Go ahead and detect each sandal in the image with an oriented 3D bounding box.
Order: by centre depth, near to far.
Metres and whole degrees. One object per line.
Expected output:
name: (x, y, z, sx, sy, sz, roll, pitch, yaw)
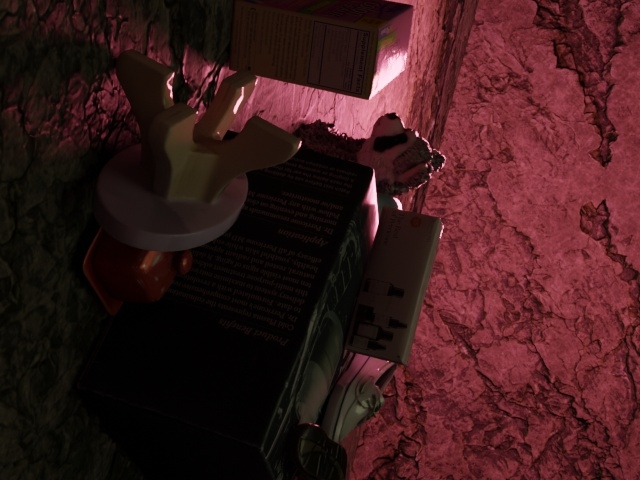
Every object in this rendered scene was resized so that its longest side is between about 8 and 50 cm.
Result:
sandal: (-0.012, 0.330, 1.451, 0.219, 0.060, 0.090, 56, 45, -52)

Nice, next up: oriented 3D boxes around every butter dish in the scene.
butter dish: (-0.229, 0.017, 1.332, 0.160, 0.118, 0.160, 81, 27, -59)

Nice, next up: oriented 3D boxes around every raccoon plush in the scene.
raccoon plush: (0.095, -0.072, 2.106, 0.216, 0.299, 0.446, -61, 160, -46)

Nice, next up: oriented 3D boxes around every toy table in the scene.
toy table: (-0.164, -0.115, 1.251, 0.274, 0.252, 0.161, -72, -174, -61)

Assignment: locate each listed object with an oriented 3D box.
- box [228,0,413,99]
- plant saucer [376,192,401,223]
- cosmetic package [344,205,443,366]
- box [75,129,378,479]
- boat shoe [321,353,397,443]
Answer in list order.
box: (0.005, -0.334, 1.622, 0.213, 0.243, 0.117, -47, 149, -60)
plant saucer: (0.023, 0.009, 1.975, 0.317, 0.318, 0.043, 65, 2, -68)
cosmetic package: (0.119, 0.071, 1.574, 0.060, 0.099, 0.239, 51, 53, -73)
box: (-0.106, 0.161, 1.604, 0.480, 0.297, 0.471, 79, 31, -59)
boat shoe: (0.066, 0.251, 1.595, 0.226, 0.076, 0.083, -59, 159, -47)
